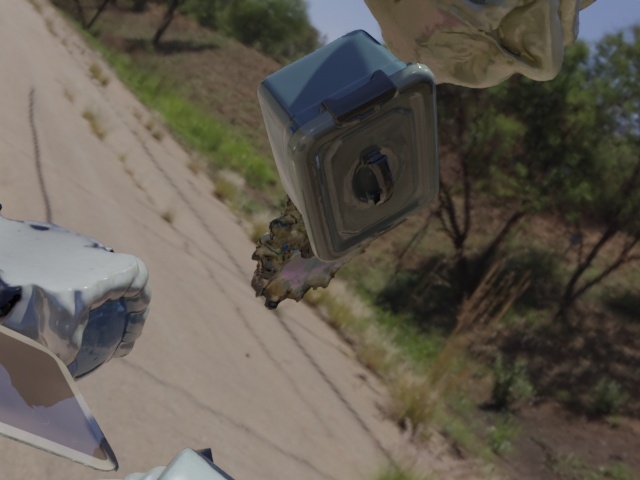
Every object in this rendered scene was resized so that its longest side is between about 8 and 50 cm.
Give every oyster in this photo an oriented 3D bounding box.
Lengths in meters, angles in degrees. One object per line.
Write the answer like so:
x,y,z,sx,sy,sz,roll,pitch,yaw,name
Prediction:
-0.005,-0.006,1.289,0.092,0.198,0.259,54,-25,19,oyster

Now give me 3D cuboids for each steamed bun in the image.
0.174,-0.325,1.046,0.280,0.268,0.207,6,-27,44,steamed bun

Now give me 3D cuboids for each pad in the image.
-0.257,0.070,0.628,0.266,0.002,0.176,35,4,-40,pad

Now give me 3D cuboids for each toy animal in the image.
-0.278,0.070,0.877,0.208,0.156,0.204,15,23,20,toy animal

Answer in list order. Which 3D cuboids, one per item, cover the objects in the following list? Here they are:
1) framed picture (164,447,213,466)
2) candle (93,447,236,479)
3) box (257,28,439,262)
-0.178,0.353,1.226,0.168,0.023,0.127,-6,85,-69,framed picture
-0.081,0.272,0.615,0.342,0.221,0.221,37,3,-2,candle
0.032,-0.094,0.969,0.130,0.162,0.227,53,-13,31,box
